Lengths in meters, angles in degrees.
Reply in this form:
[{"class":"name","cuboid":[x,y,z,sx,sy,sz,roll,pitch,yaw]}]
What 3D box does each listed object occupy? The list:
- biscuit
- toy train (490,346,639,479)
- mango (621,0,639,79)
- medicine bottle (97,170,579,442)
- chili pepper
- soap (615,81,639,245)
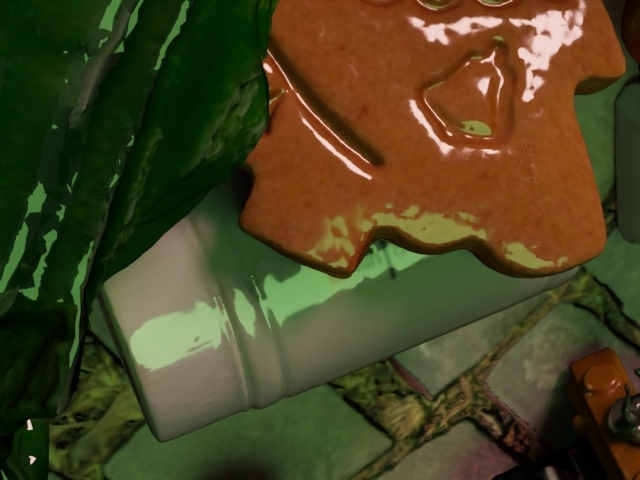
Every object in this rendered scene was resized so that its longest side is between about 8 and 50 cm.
[{"class":"biscuit","cuboid":[0.045,-0.129,0.737,0.283,0.043,0.306,23,78,-2]},{"class":"toy train","cuboid":[0.236,0.262,1.061,0.249,0.178,0.429,-23,126,5]},{"class":"mango","cuboid":[0.291,-0.196,0.833,0.146,0.129,0.289,33,91,-7]},{"class":"medicine bottle","cuboid":[0.000,0.000,0.809,0.254,0.152,0.152,-21,125,-11]},{"class":"chili pepper","cuboid":[-0.114,-0.059,0.597,0.167,0.213,0.385,28,104,7]},{"class":"soap","cuboid":[0.296,-0.064,0.947,0.198,0.066,0.119,-16,122,-13]}]
